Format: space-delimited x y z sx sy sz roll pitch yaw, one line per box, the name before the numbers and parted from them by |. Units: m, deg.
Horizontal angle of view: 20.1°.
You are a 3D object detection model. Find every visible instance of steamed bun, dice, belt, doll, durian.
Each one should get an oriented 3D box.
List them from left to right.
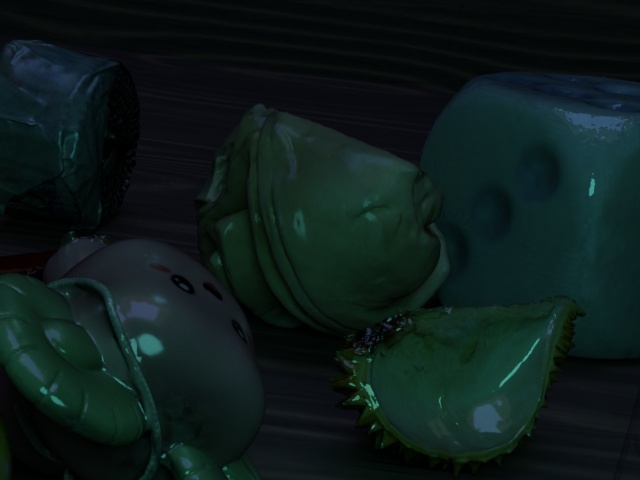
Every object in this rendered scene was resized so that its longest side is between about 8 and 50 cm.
belt | -0.303 -0.119 2.107 0.150 0.207 0.257 9 -3 9
doll | -0.146 0.118 1.291 0.284 0.216 0.268 42 10 -26
steamed bun | -0.002 -0.001 1.810 0.289 0.203 0.276 24 -3 46
durian | 0.111 0.114 1.528 0.252 0.139 0.144 1 11 -22
dice | 0.277 -0.034 1.929 0.264 0.263 0.268 -5 19 -38

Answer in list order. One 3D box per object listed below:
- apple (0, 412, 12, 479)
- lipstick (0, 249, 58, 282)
apple | -0.279 0.145 1.205 0.146 0.147 0.146 7 14 -2
lipstick | -0.282 0.046 1.741 0.279 0.073 0.073 -7 20 -41
